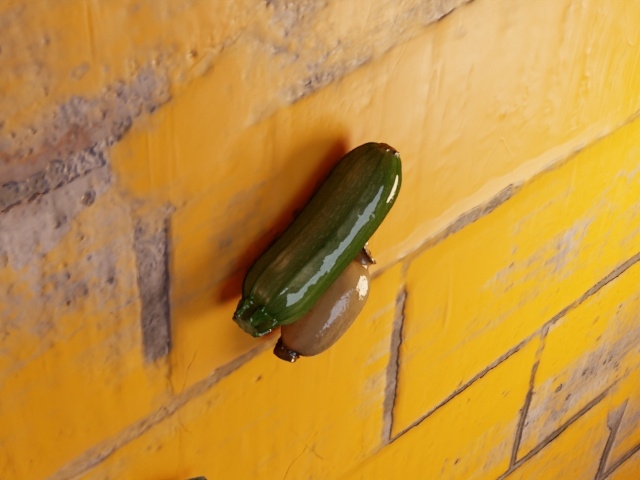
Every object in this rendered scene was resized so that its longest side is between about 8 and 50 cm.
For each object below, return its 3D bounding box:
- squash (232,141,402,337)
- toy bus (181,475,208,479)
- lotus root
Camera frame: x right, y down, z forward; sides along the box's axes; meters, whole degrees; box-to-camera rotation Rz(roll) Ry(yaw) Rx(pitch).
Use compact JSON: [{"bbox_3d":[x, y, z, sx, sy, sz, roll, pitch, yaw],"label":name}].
[{"bbox_3d":[0.000,0.000,1.110,0.219,0.068,0.077,-49,164,-6],"label":"squash"},{"bbox_3d":[-0.155,0.335,1.212,0.088,0.101,0.175,-2,125,-51],"label":"toy bus"},{"bbox_3d":[0.010,0.061,1.188,0.150,0.062,0.073,-53,149,4],"label":"lotus root"}]
